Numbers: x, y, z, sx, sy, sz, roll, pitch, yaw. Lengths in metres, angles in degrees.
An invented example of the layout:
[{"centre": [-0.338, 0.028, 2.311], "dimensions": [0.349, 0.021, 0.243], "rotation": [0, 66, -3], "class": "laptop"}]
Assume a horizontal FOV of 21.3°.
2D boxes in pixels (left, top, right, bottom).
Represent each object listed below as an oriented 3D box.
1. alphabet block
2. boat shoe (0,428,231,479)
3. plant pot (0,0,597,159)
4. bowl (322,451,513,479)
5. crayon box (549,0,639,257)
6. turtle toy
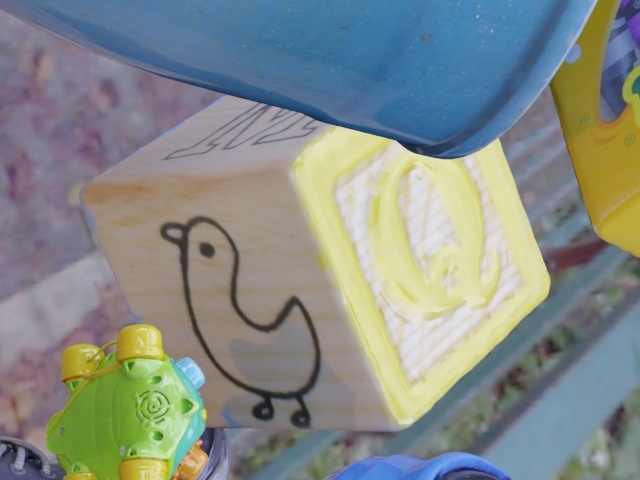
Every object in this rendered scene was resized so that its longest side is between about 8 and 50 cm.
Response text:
[{"centre": [0.000, 0.000, 1.113], "dimensions": [0.193, 0.197, 0.192], "rotation": [-40, 113, -41], "class": "alphabet block"}, {"centre": [-0.208, 0.192, 1.118], "dimensions": [0.355, 0.132, 0.130], "rotation": [-34, 105, -35], "class": "boat shoe"}, {"centre": [-0.053, -0.179, 0.567], "dimensions": [0.255, 0.271, 0.271], "rotation": [8, 65, -17], "class": "plant pot"}, {"centre": [0.106, 0.304, 0.977], "dimensions": [0.391, 0.077, 0.391], "rotation": [51, 27, -38], "class": "bowl"}, {"centre": [0.170, -0.128, 0.609], "dimensions": [0.083, 0.203, 0.323], "rotation": [23, 43, -39], "class": "crayon box"}, {"centre": [-0.107, 0.103, 0.933], "dimensions": [0.066, 0.130, 0.095], "rotation": [14, 66, -42], "class": "turtle toy"}]
